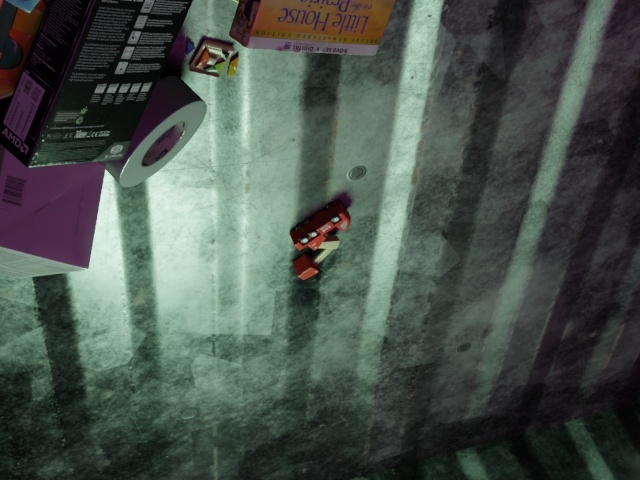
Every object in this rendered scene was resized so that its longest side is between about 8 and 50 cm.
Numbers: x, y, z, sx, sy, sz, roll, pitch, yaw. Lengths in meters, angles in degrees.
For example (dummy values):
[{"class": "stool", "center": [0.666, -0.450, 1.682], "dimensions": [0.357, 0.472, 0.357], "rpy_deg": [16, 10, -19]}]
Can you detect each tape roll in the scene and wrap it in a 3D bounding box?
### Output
[{"class": "tape roll", "center": [-0.312, -0.201, 2.020], "dimensions": [0.219, 0.072, 0.219], "rpy_deg": [-45, 173, -7]}]

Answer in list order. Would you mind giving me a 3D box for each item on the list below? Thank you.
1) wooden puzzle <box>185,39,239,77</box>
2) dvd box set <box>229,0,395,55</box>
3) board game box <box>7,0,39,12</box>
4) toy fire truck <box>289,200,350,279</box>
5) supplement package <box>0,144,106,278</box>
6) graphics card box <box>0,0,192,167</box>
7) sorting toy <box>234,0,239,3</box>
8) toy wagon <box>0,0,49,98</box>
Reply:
[{"class": "wooden puzzle", "center": [-0.202, -0.339, 2.051], "dimensions": [0.116, 0.014, 0.079], "rpy_deg": [3, 135, -29]}, {"class": "dvd box set", "center": [0.038, -0.512, 1.807], "dimensions": [0.307, 0.062, 0.420], "rpy_deg": [-5, 125, -42]}, {"class": "board game box", "center": [-0.379, -0.514, 1.500], "dimensions": [0.254, 0.336, 0.079], "rpy_deg": [-42, 138, 21]}, {"class": "toy fire truck", "center": [0.000, 0.000, 2.521], "dimensions": [0.192, 0.047, 0.135], "rpy_deg": [-34, 141, 12]}, {"class": "supplement package", "center": [-0.551, -0.054, 1.968], "dimensions": [0.198, 0.199, 0.262], "rpy_deg": [18, 163, -40]}, {"class": "graphics card box", "center": [-0.353, -0.297, 1.760], "dimensions": [0.232, 0.094, 0.371], "rpy_deg": [-15, 138, -57]}, {"class": "sorting toy", "center": [-0.099, -0.505, 1.850], "dimensions": [0.255, 0.089, 0.257], "rpy_deg": [19, 125, -40]}, {"class": "toy wagon", "center": [-0.555, -0.324, 1.775], "dimensions": [0.267, 0.068, 0.344], "rpy_deg": [20, 126, -16]}]
